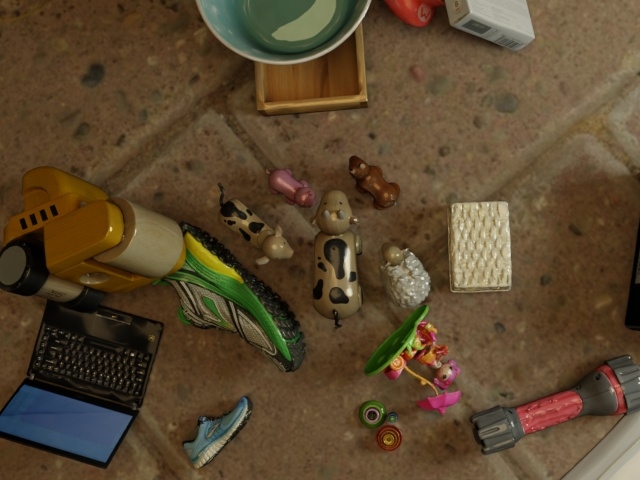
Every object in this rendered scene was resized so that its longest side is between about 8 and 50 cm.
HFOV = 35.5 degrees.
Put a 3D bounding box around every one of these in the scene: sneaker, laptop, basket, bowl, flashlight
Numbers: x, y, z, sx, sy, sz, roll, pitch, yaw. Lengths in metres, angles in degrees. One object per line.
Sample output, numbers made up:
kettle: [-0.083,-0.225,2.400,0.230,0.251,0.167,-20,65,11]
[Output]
sneaker: [-0.166,0.124,1.831,0.343,0.134,0.146,41,98,15]
laptop: [-0.446,0.250,1.833,0.234,0.136,0.264,15,88,6]
sneaker: [-0.193,0.344,1.840,0.073,0.063,0.162,44,91,10]
basket: [0.287,0.011,1.793,0.113,0.103,0.167,-2,87,6]
bowl: [-0.054,-0.442,1.753,0.312,0.163,0.311,0,86,6]
flashlight: [0.419,0.295,1.758,0.304,0.103,0.103,-19,119,-1]

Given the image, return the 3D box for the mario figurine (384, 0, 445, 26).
mario figurine: [0.213,-0.542,1.805,0.198,0.170,0.320,13,86,4]

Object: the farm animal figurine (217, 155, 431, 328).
farm animal figurine: [0.000,0.000,1.787,0.331,0.172,0.326,-18,85,4]

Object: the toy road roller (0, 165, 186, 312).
toy road roller: [-0.420,-0.029,1.790,0.330,0.202,0.240,-19,66,26]

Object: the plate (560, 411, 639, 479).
plate: [0.590,0.465,1.766,0.277,0.045,0.278,44,91,7]

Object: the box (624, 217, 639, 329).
box: [0.752,0.038,1.693,0.396,0.212,0.293,8,87,5]

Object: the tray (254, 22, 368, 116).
tray: [-0.026,-0.447,1.869,0.203,0.076,0.410,-4,85,6]

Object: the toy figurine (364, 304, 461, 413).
toy figurine: [0.192,0.230,1.803,0.159,0.130,0.173,44,66,-7]

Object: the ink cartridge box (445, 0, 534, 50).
ink cartridge box: [0.291,-0.472,1.798,0.066,0.189,0.232,-31,62,42]

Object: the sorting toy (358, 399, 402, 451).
sorting toy: [0.113,0.336,1.820,0.061,0.042,0.102,-38,83,2]
